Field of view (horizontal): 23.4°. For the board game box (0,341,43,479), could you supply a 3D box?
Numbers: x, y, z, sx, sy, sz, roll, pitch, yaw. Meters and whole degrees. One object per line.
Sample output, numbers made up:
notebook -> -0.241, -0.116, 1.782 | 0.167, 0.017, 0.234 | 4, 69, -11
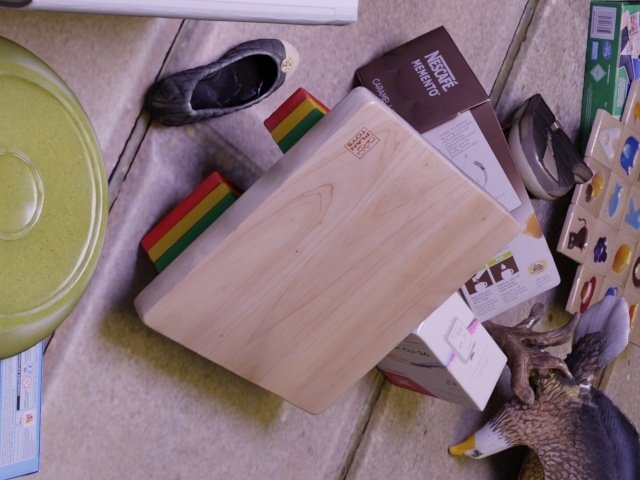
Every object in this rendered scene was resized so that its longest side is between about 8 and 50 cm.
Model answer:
board game box -> -0.290, 0.109, 1.105 | 0.211, 0.039, 0.160 | -9, 106, -51

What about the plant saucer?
plant saucer -> -0.233, -0.032, 1.103 | 0.241, 0.037, 0.241 | 2, 87, -51

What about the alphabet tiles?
alphabet tiles -> 0.388, -0.025, 1.864 | 0.342, 0.011, 0.285 | 24, 82, -51

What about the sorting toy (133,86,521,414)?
sorting toy -> 0.000, 0.000, 1.319 | 0.257, 0.089, 0.255 | -43, 139, 11

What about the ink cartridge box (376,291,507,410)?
ink cartridge box -> 0.088, 0.082, 1.508 | 0.067, 0.115, 0.198 | -60, 138, -20

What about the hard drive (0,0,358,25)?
hard drive -> -0.146, -0.180, 1.073 | 0.307, 0.203, 0.040 | -7, 105, -50

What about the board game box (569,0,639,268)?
board game box -> 0.388, -0.132, 1.879 | 0.213, 0.046, 0.317 | -11, 108, -50

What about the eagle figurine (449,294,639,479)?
eagle figurine -> 0.255, 0.217, 1.706 | 0.226, 0.225, 0.298 | -53, 126, -42

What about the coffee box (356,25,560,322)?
coffee box -> 0.135, -0.061, 1.490 | 0.098, 0.141, 0.246 | -26, 130, 2

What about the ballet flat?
ballet flat -> -0.073, -0.129, 1.302 | 0.173, 0.049, 0.057 | -29, 122, -44

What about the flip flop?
flip flop -> 0.223, -0.084, 1.619 | 0.112, 0.080, 0.277 | 56, 18, -2
